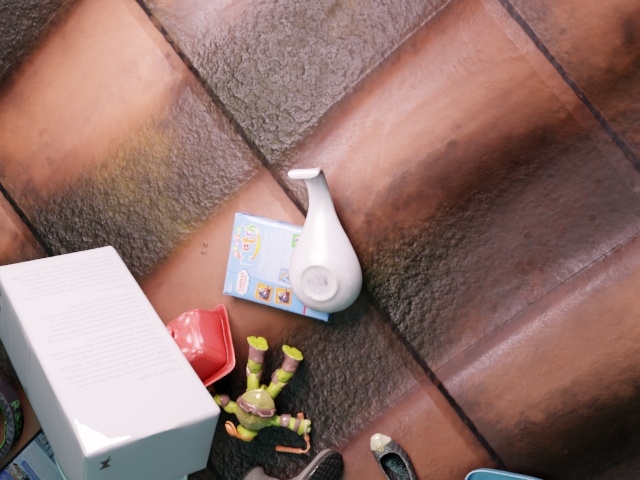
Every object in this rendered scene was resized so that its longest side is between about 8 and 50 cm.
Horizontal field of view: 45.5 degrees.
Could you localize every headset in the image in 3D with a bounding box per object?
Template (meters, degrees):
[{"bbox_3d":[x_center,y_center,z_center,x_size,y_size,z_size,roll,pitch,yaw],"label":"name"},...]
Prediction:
[{"bbox_3d":[-0.850,0.363,1.698,0.394,0.185,0.243,11,107,0],"label":"headset"}]

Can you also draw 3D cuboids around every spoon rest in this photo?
[{"bbox_3d":[0.000,0.000,1.345,0.137,0.084,0.276,-1,111,17],"label":"spoon rest"}]

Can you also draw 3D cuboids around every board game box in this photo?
[{"bbox_3d":[-0.069,0.047,1.424,0.212,0.039,0.160,14,103,14],"label":"board game box"}]

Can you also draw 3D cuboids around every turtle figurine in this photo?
[{"bbox_3d":[-0.130,0.297,1.453,0.270,0.087,0.217,19,104,6],"label":"turtle figurine"}]

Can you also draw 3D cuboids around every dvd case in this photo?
[{"bbox_3d":[-0.605,0.528,1.686,0.253,0.022,0.180,-44,84,19],"label":"dvd case"}]

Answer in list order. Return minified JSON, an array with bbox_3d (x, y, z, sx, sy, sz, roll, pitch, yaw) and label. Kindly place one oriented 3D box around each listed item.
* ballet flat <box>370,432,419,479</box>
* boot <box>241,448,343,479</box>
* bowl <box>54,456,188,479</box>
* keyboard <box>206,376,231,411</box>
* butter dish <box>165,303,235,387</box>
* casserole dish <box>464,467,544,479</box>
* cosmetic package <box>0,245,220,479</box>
[{"bbox_3d":[0.147,0.435,1.417,0.057,0.049,0.173,-32,89,19],"label":"ballet flat"},{"bbox_3d":[-0.083,0.474,1.468,0.161,0.083,0.246,27,72,46],"label":"boot"},{"bbox_3d":[-0.372,0.397,1.523,0.298,0.134,0.297,5,107,17],"label":"bowl"},{"bbox_3d":[-0.275,0.290,1.532,0.192,0.038,0.100,5,101,16],"label":"keyboard"},{"bbox_3d":[-0.256,0.197,1.440,0.160,0.118,0.160,-34,46,19],"label":"butter dish"},{"bbox_3d":[0.341,0.467,1.369,0.188,0.037,0.114,7,102,17],"label":"casserole dish"},{"bbox_3d":[-0.390,0.220,1.343,0.453,0.230,0.161,47,135,37],"label":"cosmetic package"}]
